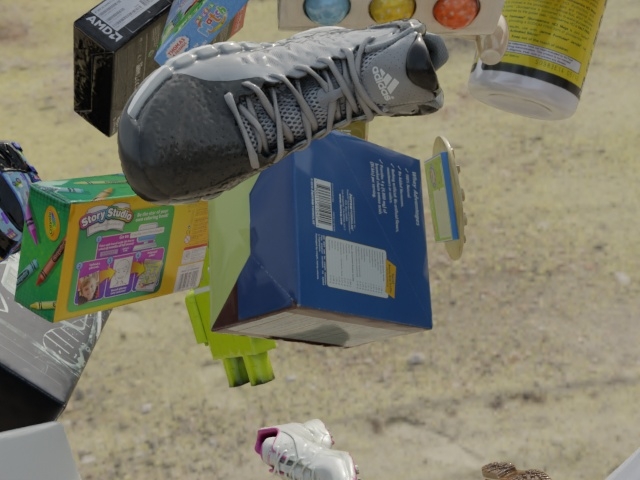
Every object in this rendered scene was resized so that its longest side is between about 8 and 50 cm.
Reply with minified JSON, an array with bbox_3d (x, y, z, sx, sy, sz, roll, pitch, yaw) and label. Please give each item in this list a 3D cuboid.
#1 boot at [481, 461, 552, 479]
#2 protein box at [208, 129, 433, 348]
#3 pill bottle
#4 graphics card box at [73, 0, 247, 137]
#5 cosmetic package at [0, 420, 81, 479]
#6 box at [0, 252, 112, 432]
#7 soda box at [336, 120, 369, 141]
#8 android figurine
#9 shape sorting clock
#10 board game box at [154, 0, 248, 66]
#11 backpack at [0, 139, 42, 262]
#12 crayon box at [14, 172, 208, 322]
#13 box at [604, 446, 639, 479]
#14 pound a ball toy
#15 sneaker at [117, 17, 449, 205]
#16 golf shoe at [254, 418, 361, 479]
[{"bbox_3d":[0.328,0.416,1.631,0.059,0.085,0.158,-11,3,-26],"label":"boot"},{"bbox_3d":[0.000,0.000,1.066,0.136,0.200,0.201,-18,-23,42],"label":"protein box"},{"bbox_3d":[0.377,-0.384,1.671,0.188,0.334,0.188,16,-1,0],"label":"pill bottle"},{"bbox_3d":[-0.262,-0.365,1.704,0.094,0.233,0.371,37,59,8],"label":"graphics card box"},{"bbox_3d":[-0.515,0.456,1.267,0.329,0.327,0.393,-27,-12,22],"label":"cosmetic package"},{"bbox_3d":[-0.691,0.165,1.884,0.480,0.297,0.472,36,16,-13],"label":"box"},{"bbox_3d":[0.037,-0.116,1.501,0.061,0.181,0.058,5,11,7],"label":"soda box"},{"bbox_3d":[-0.152,0.107,1.644,0.056,0.273,0.248,-17,2,-31],"label":"android figurine"},{"bbox_3d":[0.211,-0.070,1.646,0.040,0.206,0.206,-8,26,-7],"label":"shape sorting clock"},{"bbox_3d":[-0.122,-0.294,1.179,0.160,0.039,0.211,-43,22,20],"label":"board game box"},{"bbox_3d":[-0.505,-0.055,1.574,0.173,0.158,0.117,51,25,13],"label":"backpack"},{"bbox_3d":[-0.269,-0.002,1.359,0.081,0.165,0.278,25,21,31],"label":"crayon box"},{"bbox_3d":[0.379,0.424,1.257,0.322,0.232,0.058,-46,23,10],"label":"box"},{"bbox_3d":[0.105,-0.295,1.261,0.319,0.208,0.136,1,58,-5],"label":"pound a ball toy"},{"bbox_3d":[-0.003,-0.089,0.589,0.132,0.086,0.228,-2,23,42],"label":"sneaker"},{"bbox_3d":[-0.027,0.394,1.716,0.140,0.115,0.306,7,6,-18],"label":"golf shoe"}]
